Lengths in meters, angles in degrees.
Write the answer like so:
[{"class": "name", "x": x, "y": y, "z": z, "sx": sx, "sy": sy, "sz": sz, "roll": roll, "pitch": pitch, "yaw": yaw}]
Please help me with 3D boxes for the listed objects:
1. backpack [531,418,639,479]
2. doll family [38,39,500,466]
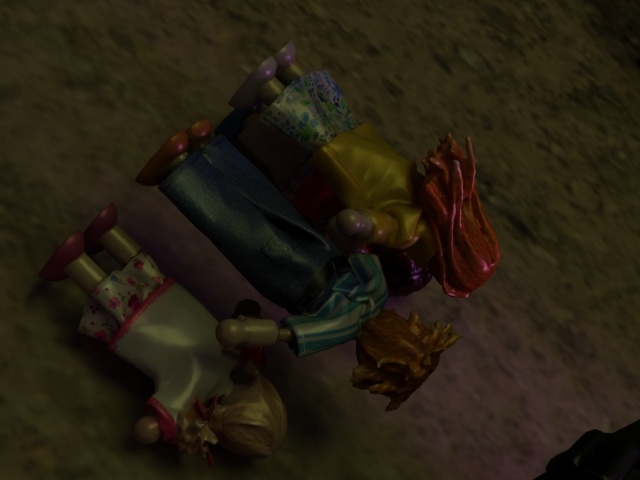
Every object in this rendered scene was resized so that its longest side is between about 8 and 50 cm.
[{"class": "backpack", "x": 0.226, "y": 0.256, "z": 0.841, "sx": 0.355, "sy": 0.273, "sz": 0.290, "roll": 34, "pitch": 33, "yaw": 24}, {"class": "doll family", "x": 0.000, "y": 0.000, "z": 0.957, "sx": 0.163, "sy": 0.118, "sz": 0.263, "roll": 44, "pitch": 40, "yaw": 1}]
